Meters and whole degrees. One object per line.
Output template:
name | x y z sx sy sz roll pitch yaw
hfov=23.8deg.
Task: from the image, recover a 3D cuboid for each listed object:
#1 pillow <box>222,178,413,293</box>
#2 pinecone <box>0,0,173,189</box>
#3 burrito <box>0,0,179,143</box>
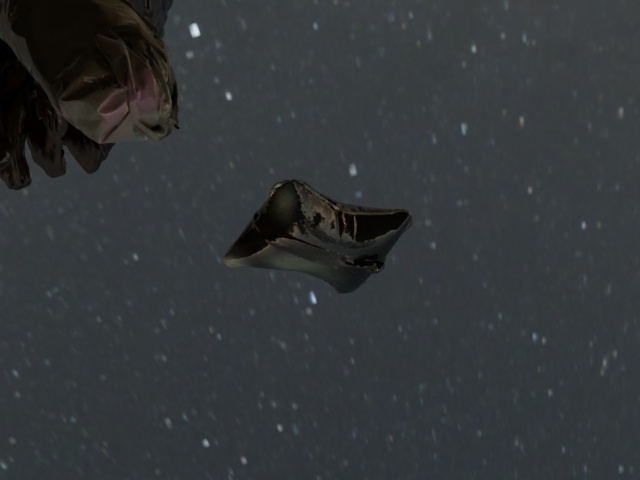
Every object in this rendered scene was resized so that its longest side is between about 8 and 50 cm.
pillow | 0.000 -0.002 1.152 0.091 0.135 0.055 -27 -124 48
pinecone | -0.226 -0.181 1.074 0.242 0.298 0.296 20 -122 -10
burrito | -0.127 -0.106 0.723 0.064 0.064 0.203 -36 -132 -12
